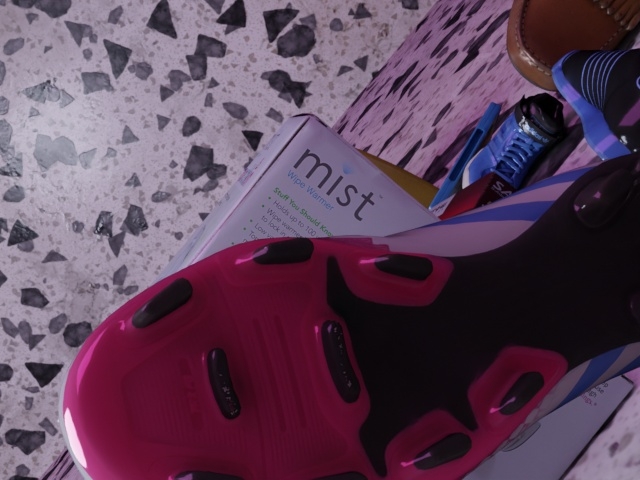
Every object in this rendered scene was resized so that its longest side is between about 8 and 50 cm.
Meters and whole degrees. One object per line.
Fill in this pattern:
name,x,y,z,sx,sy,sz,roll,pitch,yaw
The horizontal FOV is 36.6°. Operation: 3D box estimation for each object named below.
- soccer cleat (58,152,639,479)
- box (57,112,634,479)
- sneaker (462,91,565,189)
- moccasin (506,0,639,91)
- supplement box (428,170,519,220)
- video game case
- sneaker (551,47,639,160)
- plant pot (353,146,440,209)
soccer cleat,0.047,0.050,0.433,0.331,0.116,0.143,-15,-16,-26
box,0.015,0.087,0.613,0.231,0.262,0.127,-52,10,0
sneaker,0.203,-0.096,0.996,0.152,0.058,0.084,-51,0,-36
moccasin,0.334,-0.311,1.022,0.380,0.139,0.147,-44,0,-13
supplement box,0.098,0.061,0.870,0.239,0.073,0.130,-56,11,-29
video game case,0.152,-0.060,1.075,0.166,0.015,0.119,-57,-14,-29
sneaker,0.263,-0.125,0.817,0.090,0.081,0.232,-44,19,22
plant pot,0.000,0.000,1.169,0.212,0.187,0.212,-57,12,-30
